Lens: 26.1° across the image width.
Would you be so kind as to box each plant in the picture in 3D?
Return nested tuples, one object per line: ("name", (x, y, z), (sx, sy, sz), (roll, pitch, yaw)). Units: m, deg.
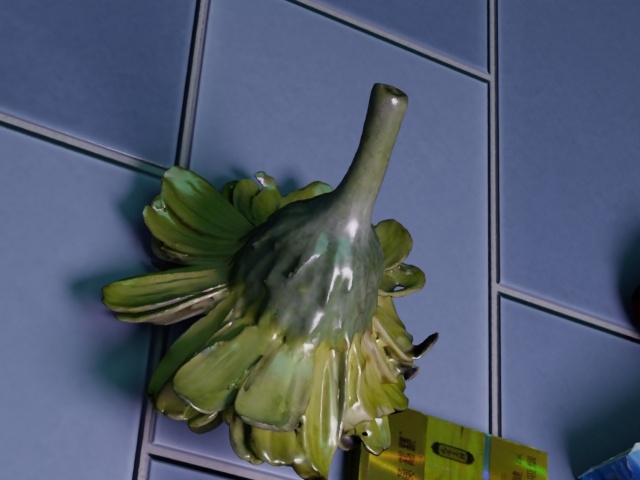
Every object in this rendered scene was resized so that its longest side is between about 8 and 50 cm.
("plant", (0.011, 0.034, 1.106), (0.261, 0.297, 0.306), (41, 18, -38))

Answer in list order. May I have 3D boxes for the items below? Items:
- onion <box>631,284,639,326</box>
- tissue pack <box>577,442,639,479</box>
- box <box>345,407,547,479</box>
("onion", (0.375, 0.062, 1.383), (0.118, 0.117, 0.118), (42, 13, -12))
("tissue pack", (0.387, 0.277, 1.229), (0.198, 0.146, 0.263), (-22, 76, -19))
("box", (0.110, 0.216, 1.185), (0.193, 0.030, 0.121), (20, 55, -23))
